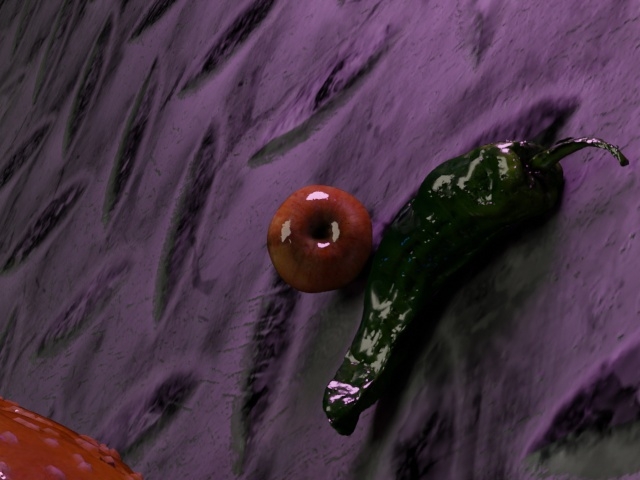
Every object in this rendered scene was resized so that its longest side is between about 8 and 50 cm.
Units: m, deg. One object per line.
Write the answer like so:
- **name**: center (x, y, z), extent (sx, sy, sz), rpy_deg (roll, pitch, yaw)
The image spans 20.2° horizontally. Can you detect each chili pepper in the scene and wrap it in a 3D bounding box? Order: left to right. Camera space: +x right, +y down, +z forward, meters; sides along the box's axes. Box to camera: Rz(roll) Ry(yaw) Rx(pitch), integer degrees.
- **chili pepper**: center (0.083, 0.004, 1.167), extent (0.279, 0.065, 0.122), rpy_deg (-52, 32, 29)

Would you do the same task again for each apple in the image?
- **apple**: center (0.000, 0.000, 1.343), extent (0.071, 0.084, 0.084), rpy_deg (94, -164, -72)

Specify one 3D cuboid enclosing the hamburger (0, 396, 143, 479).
- **hamburger**: center (-0.206, 0.259, 1.214), extent (0.268, 0.287, 0.445), rpy_deg (-65, 18, -9)
